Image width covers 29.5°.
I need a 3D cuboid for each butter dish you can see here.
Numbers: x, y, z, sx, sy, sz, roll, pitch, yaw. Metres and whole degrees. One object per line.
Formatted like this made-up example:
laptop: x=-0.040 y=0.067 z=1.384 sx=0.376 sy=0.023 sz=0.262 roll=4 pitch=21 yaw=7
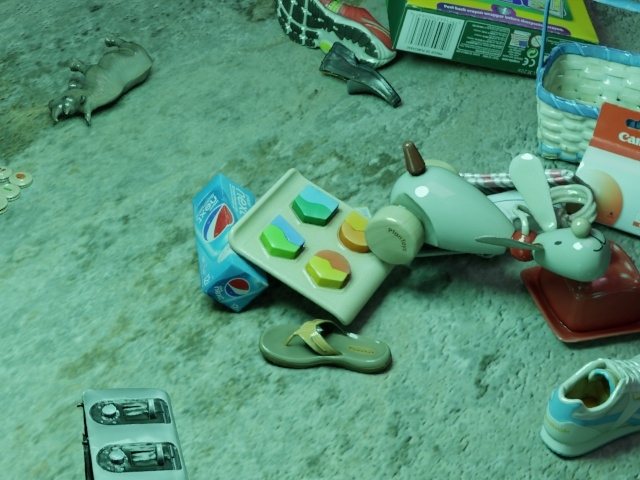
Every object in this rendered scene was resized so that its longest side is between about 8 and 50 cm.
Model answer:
butter dish: x=0.386 y=0.050 z=1.718 sx=0.159 sy=0.118 sz=0.160 roll=-7 pitch=41 yaw=-14

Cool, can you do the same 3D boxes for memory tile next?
memory tile: x=-0.533 y=-0.089 z=1.891 sx=0.148 sy=0.012 sz=0.113 roll=16 pitch=41 yaw=14

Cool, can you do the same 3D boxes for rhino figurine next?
rhino figurine: x=-0.378 y=-0.269 z=2.074 sx=0.106 sy=0.073 sz=0.243 roll=18 pitch=43 yaw=21

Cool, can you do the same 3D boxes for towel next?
towel: x=0.302 y=-0.090 z=1.846 sx=0.197 sy=0.029 sz=0.144 roll=-1 pitch=-5 yaw=22

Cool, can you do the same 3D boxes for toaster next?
toaster: x=-0.209 y=0.280 z=1.361 sx=0.110 sy=0.186 sz=0.168 roll=-4 pitch=32 yaw=-14

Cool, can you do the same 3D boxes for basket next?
basket: x=0.465 y=-0.262 z=1.964 sx=0.254 sy=0.289 sz=0.201 roll=18 pitch=47 yaw=11

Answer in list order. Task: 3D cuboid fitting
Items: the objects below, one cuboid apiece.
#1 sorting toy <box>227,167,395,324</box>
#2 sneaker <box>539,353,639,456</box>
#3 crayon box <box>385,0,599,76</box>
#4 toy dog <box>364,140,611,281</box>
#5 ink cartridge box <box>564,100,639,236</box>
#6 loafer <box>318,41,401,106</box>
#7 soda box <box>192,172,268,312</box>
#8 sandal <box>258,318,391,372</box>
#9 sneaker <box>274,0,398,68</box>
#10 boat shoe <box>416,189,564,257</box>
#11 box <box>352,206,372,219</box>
sorting toy: x=0.000 y=0.000 z=1.711 sx=0.208 sy=0.038 sz=0.193 roll=36 pitch=46 yaw=6
sneaker: x=0.384 y=0.194 z=1.566 sx=0.228 sy=0.092 sz=0.087 roll=-24 pitch=45 yaw=-31
crayon box: x=0.307 y=-0.444 z=2.279 sx=0.362 sy=0.106 sz=0.313 roll=10 pitch=38 yaw=-9
toy dog: x=0.223 y=-0.052 z=1.656 sx=0.333 sy=0.161 sz=0.220 roll=-1 pitch=41 yaw=11
ink cartridge box: x=0.472 y=-0.107 z=1.870 sx=0.145 sy=0.179 sz=0.045 roll=20 pitch=19 yaw=18
loafer: x=0.070 y=-0.281 z=2.149 sx=0.170 sy=0.062 sz=0.061 roll=41 pitch=90 yaw=27
soda box: x=-0.132 y=0.000 z=1.753 sx=0.071 sy=0.067 sz=0.210 roll=33 pitch=26 yaw=-32
sandal: x=0.008 y=0.135 z=1.637 sx=0.180 sy=0.049 sz=0.072 roll=7 pitch=40 yaw=3
sneaker: x=0.030 y=-0.404 z=2.266 sx=0.279 sy=0.107 sz=0.118 roll=39 pitch=41 yaw=23
boat shoe: x=0.243 y=-0.013 z=1.817 sx=0.258 sy=0.095 sz=0.084 roll=-7 pitch=52 yaw=-3
box: x=-0.005 y=0.003 z=1.802 sx=0.179 sy=0.043 sz=0.105 roll=-4 pitch=41 yaw=-13
